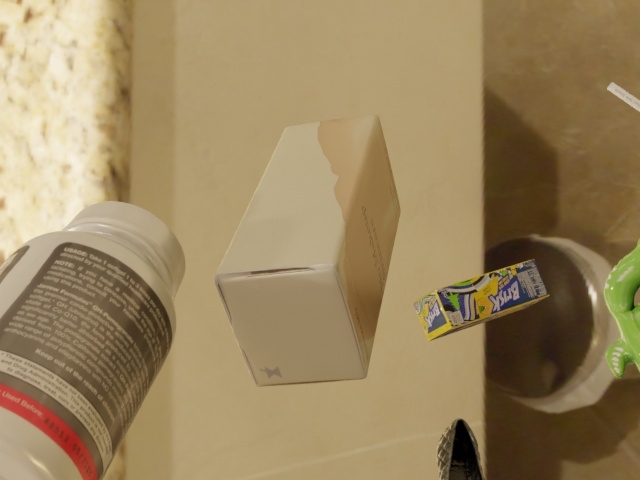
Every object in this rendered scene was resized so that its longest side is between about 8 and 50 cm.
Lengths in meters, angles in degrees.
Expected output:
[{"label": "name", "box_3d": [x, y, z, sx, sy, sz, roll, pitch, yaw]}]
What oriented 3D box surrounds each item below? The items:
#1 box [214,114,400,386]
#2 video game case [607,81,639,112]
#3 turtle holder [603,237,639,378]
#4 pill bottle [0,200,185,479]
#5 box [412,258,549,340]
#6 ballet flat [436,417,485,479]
[{"label": "box", "box_3d": [0.000, 0.000, 0.952, 0.121, 0.311, 0.148, -6, 123, 16]}, {"label": "video game case", "box_3d": [0.487, -0.168, 1.258, 0.015, 0.119, 0.166, -55, 21, 18]}, {"label": "turtle holder", "box_3d": [0.571, 0.160, 1.354, 0.227, 0.243, 0.320, -31, 53, 20]}, {"label": "pill bottle", "box_3d": [-0.235, 0.102, 0.796, 0.176, 0.318, 0.176, 8, 127, 10]}, {"label": "box", "box_3d": [0.204, 0.075, 1.119, 0.059, 0.169, 0.054, -42, 66, 56]}, {"label": "ballet flat", "box_3d": [0.162, 0.273, 0.992, 0.173, 0.057, 0.049, -101, 14, -56]}]
